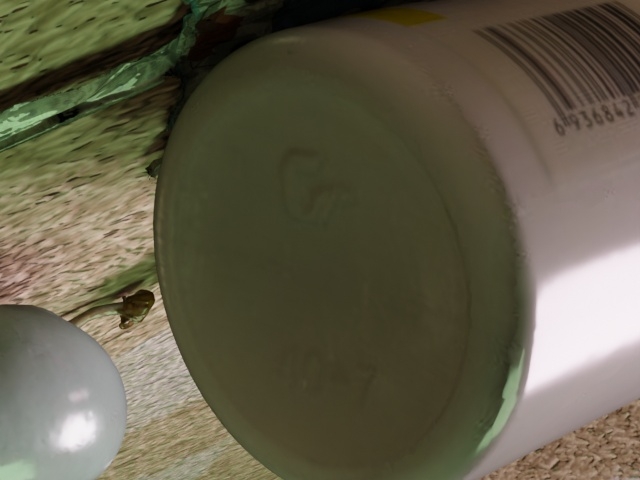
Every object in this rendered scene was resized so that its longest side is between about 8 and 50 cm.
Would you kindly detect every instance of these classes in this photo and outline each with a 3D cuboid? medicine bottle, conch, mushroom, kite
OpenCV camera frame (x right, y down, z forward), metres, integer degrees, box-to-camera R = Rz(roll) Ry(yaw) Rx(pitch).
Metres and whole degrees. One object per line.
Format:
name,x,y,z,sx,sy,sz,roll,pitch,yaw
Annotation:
medicine bottle,0.106,-0.019,0.927,0.340,0.208,0.208,-18,165,-47
conch,-0.212,0.106,1.033,0.221,0.121,0.185,-21,167,-9
mushroom,-0.230,0.095,1.187,0.286,0.028,0.026,-26,-151,0
kite,-0.026,-0.097,0.837,0.368,0.014,0.406,-25,168,-13
